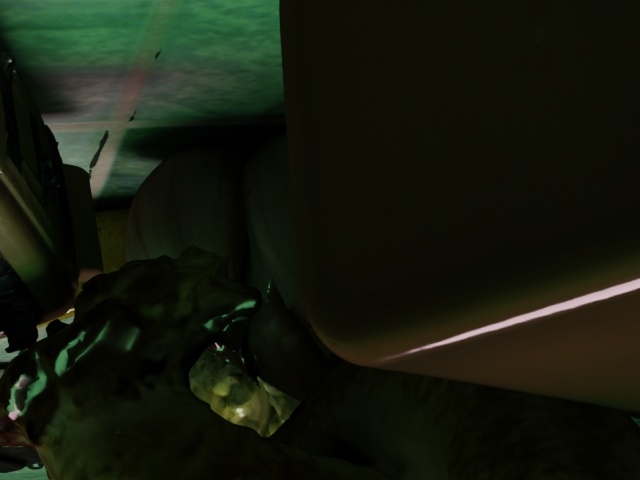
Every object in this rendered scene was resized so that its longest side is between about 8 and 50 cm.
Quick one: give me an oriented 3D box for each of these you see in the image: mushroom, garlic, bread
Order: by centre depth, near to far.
[{"bbox_3d":[0.029,0.177,1.041,0.331,0.334,0.356,-32,139,15],"label":"mushroom"},{"bbox_3d":[0.000,0.000,1.197,0.214,0.191,0.160,17,129,-33],"label":"garlic"},{"bbox_3d":[-0.157,0.012,1.358,0.187,0.065,0.149,-20,-178,-2],"label":"bread"}]

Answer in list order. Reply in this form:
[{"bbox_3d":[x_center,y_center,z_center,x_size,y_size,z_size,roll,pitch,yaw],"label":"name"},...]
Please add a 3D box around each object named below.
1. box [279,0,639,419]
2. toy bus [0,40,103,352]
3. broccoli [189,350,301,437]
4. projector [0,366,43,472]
[{"bbox_3d":[0.168,-0.067,0.836,0.229,0.239,0.339,9,159,-40],"label":"box"},{"bbox_3d":[-0.215,-0.031,1.007,0.157,0.139,0.289,-10,163,-1],"label":"toy bus"},{"bbox_3d":[0.003,0.201,1.703,0.293,0.281,0.348,-5,166,-4],"label":"broccoli"},{"bbox_3d":[-0.350,0.187,1.893,0.257,0.079,0.259,1,162,-26],"label":"projector"}]
